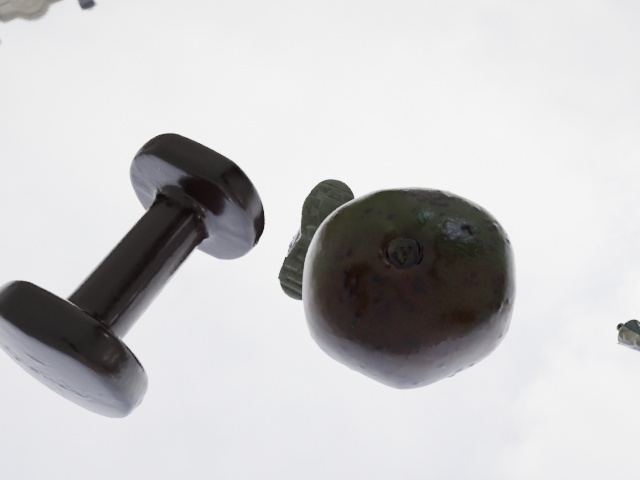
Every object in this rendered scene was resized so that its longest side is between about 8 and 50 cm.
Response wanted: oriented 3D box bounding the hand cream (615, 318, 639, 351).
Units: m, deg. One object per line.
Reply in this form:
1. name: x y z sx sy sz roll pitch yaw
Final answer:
1. hand cream: 0.562 0.182 0.923 0.052 0.075 0.248 -61 -148 1

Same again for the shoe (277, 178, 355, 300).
1. shoe: -0.001 0.000 1.117 0.099 0.125 0.228 25 -88 5

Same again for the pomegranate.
1. pomegranate: 0.133 0.061 0.850 0.290 0.323 0.291 -2 -96 24

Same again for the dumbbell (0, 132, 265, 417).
1. dumbbell: -0.154 0.024 0.512 0.140 0.124 0.225 26 -125 11
